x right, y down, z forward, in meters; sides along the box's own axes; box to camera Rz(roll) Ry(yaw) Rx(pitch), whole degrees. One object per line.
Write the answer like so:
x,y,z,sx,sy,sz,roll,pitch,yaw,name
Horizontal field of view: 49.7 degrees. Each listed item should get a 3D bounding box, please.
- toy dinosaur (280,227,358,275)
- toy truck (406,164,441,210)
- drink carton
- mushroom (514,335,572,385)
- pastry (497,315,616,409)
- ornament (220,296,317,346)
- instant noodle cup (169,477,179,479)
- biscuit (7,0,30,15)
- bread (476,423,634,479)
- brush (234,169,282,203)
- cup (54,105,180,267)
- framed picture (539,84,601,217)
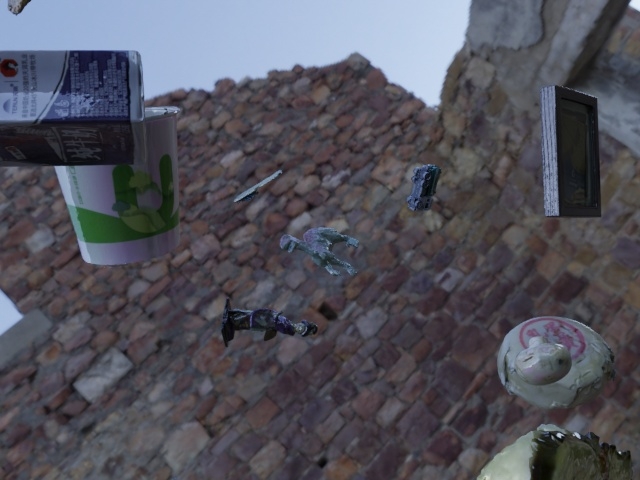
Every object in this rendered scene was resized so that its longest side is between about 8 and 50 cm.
0.000,0.000,1.309,0.053,0.167,0.242,-59,13,21,toy dinosaur
0.185,-0.093,1.222,0.044,0.039,0.083,6,-74,-26,toy truck
-0.332,-0.161,0.858,0.222,0.102,0.134,-3,-14,-14,drink carton
0.329,0.178,1.024,0.083,0.068,0.084,-3,-33,-2,mushroom
0.550,0.284,1.623,0.264,0.264,0.133,-35,-44,-39,pastry
-0.108,0.170,1.447,0.081,0.203,0.088,77,-163,-54,ornament
-0.104,0.346,0.585,0.193,0.212,0.193,-53,-10,-14,instant noodle cup
-0.325,-0.367,0.823,0.029,0.119,0.247,18,-35,-37,biscuit
0.184,0.271,0.520,0.263,0.198,0.236,27,-84,-53,bread
-0.082,-0.069,0.919,0.083,0.013,0.016,-29,16,30,brush
-0.375,-0.109,1.289,0.253,0.253,0.274,-26,-61,-51,cup
0.337,-0.115,0.926,0.127,0.023,0.169,-1,-91,-44,framed picture
